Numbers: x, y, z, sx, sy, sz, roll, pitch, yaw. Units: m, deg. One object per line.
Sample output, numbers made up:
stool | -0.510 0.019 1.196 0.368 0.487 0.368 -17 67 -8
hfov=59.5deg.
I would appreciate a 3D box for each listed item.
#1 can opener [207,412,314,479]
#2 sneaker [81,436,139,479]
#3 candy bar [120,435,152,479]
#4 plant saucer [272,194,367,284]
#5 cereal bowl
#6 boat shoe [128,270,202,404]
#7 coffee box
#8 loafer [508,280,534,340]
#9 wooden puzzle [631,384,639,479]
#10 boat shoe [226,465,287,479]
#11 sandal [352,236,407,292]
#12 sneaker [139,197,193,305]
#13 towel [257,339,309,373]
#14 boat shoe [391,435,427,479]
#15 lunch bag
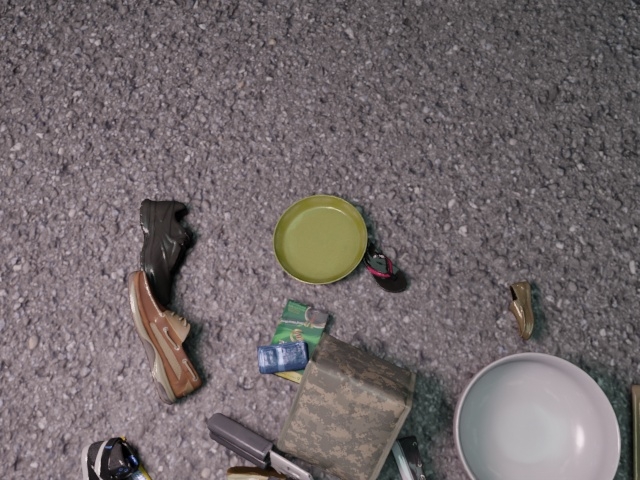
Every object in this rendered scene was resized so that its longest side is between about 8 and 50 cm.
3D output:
can opener | -0.142 0.484 1.227 0.284 0.075 0.095 21 45 22
sneaker | -0.458 0.550 1.243 0.121 0.079 0.216 -19 74 11
candy bar | -0.430 0.528 1.296 0.040 0.018 0.161 -40 74 -9
plant saucer | 0.000 0.000 1.428 0.241 0.037 0.240 -3 70 8
cereal bowl | 0.454 0.419 1.223 0.340 0.141 0.338 -1 72 3
boat shoe | -0.366 0.218 1.322 0.117 0.123 0.324 -18 98 -16
coffee box | -0.058 0.246 1.356 0.113 0.040 0.184 20 75 8
loafer | 0.481 0.169 1.351 0.050 0.056 0.147 3 62 5
wooden puzzle | 0.809 0.456 1.249 0.221 0.044 0.238 7 68 6
boat shoe | -0.144 0.541 1.266 0.136 0.050 0.045 4 96 2
sandal | 0.145 0.060 1.407 0.067 0.040 0.179 -38 74 -9
sneaker | -0.387 0.022 1.417 0.130 0.109 0.285 -5 75 -7
towel | -0.086 0.274 1.311 0.120 0.029 0.067 -8 73 0
boat shoe | 0.228 0.543 1.232 0.076 0.080 0.228 -22 65 -3
lunch bag | 0.050 0.389 1.231 0.236 0.169 0.286 23 110 6
